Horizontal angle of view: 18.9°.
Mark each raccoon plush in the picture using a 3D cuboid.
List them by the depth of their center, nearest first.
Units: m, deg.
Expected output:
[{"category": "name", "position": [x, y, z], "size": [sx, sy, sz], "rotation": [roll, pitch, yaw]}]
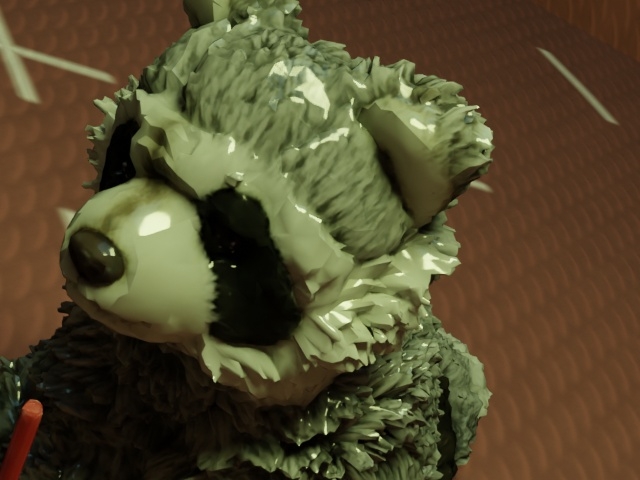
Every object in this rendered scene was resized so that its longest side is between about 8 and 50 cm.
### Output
[{"category": "raccoon plush", "position": [0.000, 0.000, 0.939], "size": [0.216, 0.299, 0.446], "rotation": [29, 21, 9]}]

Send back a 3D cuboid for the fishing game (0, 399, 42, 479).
[{"category": "fishing game", "position": [-0.233, 0.060, 0.693], "size": [0.264, 0.189, 0.041], "rotation": [23, 29, 0]}]
